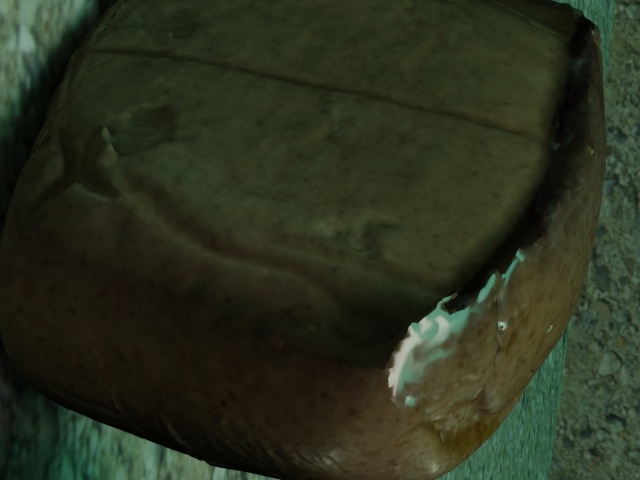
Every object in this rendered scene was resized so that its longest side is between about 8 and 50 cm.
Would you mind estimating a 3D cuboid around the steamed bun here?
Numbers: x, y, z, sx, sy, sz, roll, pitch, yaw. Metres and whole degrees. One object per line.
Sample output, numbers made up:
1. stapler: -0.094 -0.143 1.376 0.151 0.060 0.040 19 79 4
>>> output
1. steamed bun: 0.000 0.000 0.726 0.301 0.251 0.199 -58 162 -45
